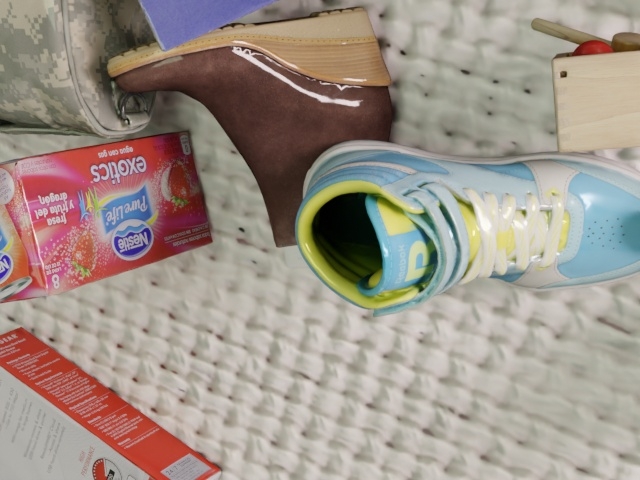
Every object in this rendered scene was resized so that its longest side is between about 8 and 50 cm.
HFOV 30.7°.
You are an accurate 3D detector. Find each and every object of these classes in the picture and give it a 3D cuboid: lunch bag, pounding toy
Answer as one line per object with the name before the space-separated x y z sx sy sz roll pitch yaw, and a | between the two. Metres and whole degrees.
lunch bag | -0.300 -0.226 1.116 0.305 0.212 0.256 5 98 26
pounding toy | 0.231 -0.130 0.919 0.130 0.141 0.100 -3 101 14

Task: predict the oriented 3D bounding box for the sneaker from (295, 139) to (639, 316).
sneaker | 0.128 0.001 0.922 0.319 0.208 0.127 4 106 10

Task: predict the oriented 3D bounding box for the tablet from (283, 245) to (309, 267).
tablet | 0.000 0.000 1.133 0.083 0.006 0.054 -1 101 28

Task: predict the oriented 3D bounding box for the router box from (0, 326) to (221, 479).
router box | -0.302 0.319 1.326 0.301 0.082 0.335 31 115 18

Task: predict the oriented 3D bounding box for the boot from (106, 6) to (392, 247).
boot | -0.053 -0.091 1.041 0.248 0.090 0.207 -9 104 -7

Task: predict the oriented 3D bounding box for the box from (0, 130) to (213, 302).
box | -0.232 -0.024 1.105 0.128 0.257 0.123 -9 96 29

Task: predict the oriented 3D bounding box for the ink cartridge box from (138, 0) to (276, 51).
ink cartridge box | -0.063 -0.358 0.953 0.303 0.072 0.307 -27 86 -8
